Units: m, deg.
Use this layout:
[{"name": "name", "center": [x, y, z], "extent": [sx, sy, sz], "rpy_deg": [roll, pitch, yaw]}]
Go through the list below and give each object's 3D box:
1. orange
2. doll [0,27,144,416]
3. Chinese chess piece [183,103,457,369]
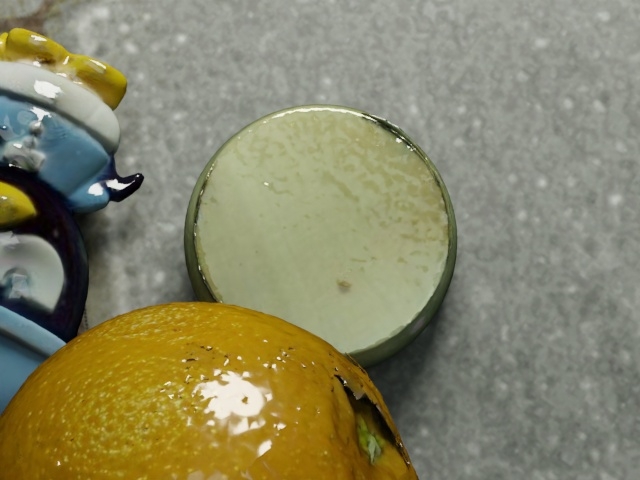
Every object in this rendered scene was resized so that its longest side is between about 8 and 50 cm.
[{"name": "orange", "center": [-0.074, 0.167, 0.855], "extent": [0.274, 0.274, 0.274], "rpy_deg": [-1, 79, 3]}, {"name": "doll", "center": [-0.230, 0.011, 0.960], "extent": [0.177, 0.141, 0.314], "rpy_deg": [22, 75, -10]}, {"name": "Chinese chess piece", "center": [0.000, 0.000, 0.982], "extent": [0.188, 0.083, 0.188], "rpy_deg": [0, 78, 0]}]
